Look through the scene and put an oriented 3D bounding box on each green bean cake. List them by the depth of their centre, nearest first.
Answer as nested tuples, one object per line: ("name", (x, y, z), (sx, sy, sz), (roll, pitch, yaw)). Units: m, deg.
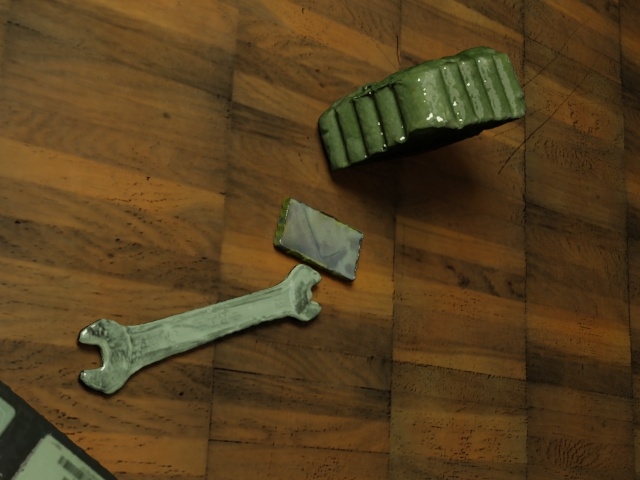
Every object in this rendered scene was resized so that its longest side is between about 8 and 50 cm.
("green bean cake", (0.111, -0.145, 1.096), (0.185, 0.183, 0.094), (-21, 94, -41))

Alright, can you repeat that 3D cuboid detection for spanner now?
("spanner", (-0.108, 0.083, 0.968), (0.302, 0.017, 0.071), (-14, 91, -41))

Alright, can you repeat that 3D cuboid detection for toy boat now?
("toy boat", (0.000, 0.000, 1.080), (0.115, 0.016, 0.063), (27, 65, -33))

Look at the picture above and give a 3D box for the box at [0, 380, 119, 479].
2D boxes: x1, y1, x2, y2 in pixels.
("box", (-0.259, 0.253, 0.776), (0.350, 0.058, 0.211), (47, 54, -24))
